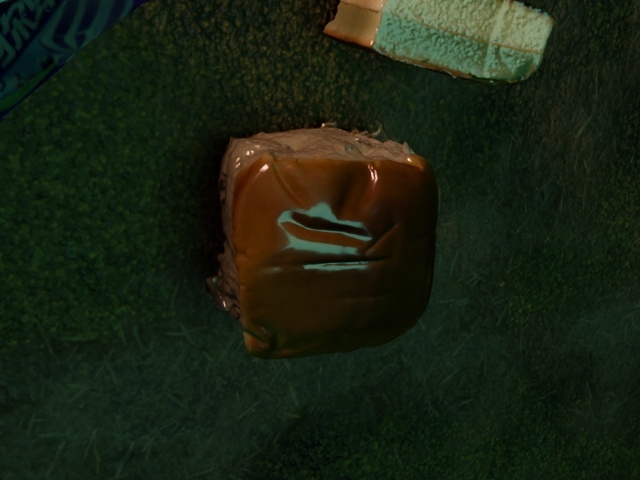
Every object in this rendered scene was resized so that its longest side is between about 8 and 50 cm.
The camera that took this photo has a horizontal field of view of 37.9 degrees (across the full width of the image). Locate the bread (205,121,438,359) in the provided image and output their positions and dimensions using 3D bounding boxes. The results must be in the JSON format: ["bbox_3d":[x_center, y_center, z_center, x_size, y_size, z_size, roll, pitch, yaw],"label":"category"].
[{"bbox_3d":[0.000,0.000,1.092,0.279,0.225,0.250,-6,112,-30],"label":"bread"}]

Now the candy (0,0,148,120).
[{"bbox_3d":[-0.268,-0.228,0.888,0.275,0.070,0.145,-41,132,-4],"label":"candy"}]

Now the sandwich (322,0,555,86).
[{"bbox_3d":[0.132,-0.257,1.101,0.220,0.186,0.108,10,105,-22],"label":"sandwich"}]
